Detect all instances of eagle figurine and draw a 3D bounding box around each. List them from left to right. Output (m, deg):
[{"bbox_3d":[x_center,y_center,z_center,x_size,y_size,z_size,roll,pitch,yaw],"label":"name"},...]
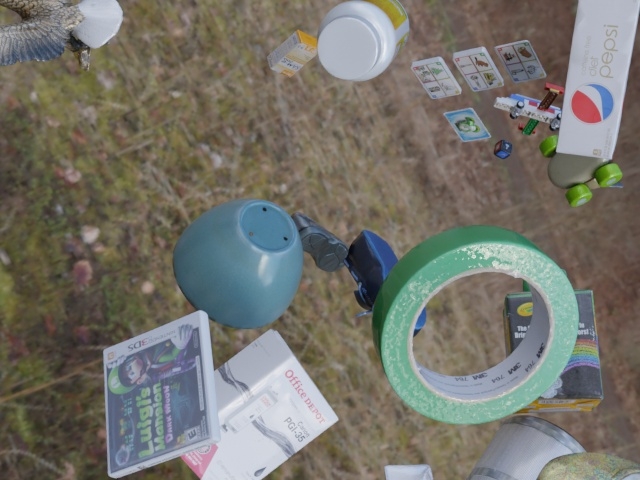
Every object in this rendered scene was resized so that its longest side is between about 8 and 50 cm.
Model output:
[{"bbox_3d":[-0.525,-0.393,1.604,0.298,0.225,0.226,8,35,-49],"label":"eagle figurine"}]

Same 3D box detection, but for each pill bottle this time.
[{"bbox_3d":[0.061,-0.302,1.349,0.117,0.118,0.208,63,22,-14],"label":"pill bottle"}]

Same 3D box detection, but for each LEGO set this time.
[{"bbox_3d":[0.270,-0.212,1.348,0.244,0.183,0.060,45,50,-43],"label":"LEGO set"}]

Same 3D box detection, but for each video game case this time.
[{"bbox_3d":[-0.221,0.208,1.240,0.022,0.173,0.190,40,33,-52],"label":"video game case"}]

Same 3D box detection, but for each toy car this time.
[{"bbox_3d":[0.585,-0.162,1.937,0.188,0.149,0.155,5,56,-46],"label":"toy car"}]

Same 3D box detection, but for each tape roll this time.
[{"bbox_3d":[0.244,0.136,1.442,0.321,0.321,0.077,60,3,-24],"label":"tape roll"}]

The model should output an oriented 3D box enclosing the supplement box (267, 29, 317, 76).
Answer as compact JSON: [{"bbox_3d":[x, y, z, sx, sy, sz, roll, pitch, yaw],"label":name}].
[{"bbox_3d":[-0.057,-0.396,1.930,0.062,0.098,0.036,13,51,-46],"label":"supplement box"}]

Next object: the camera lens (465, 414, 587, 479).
[{"bbox_3d":[0.430,0.526,1.921,0.274,0.219,0.219,-49,125,-27],"label":"camera lens"}]

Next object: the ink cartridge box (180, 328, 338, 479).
[{"bbox_3d":[-0.138,0.341,1.762,0.207,0.283,0.117,58,-9,-32],"label":"ink cartridge box"}]

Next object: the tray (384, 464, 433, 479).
[{"bbox_3d":[0.206,0.623,1.964,0.145,0.030,0.270,9,60,-37],"label":"tray"}]

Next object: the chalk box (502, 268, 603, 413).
[{"bbox_3d":[0.478,0.204,1.899,0.179,0.180,0.288,65,24,-69],"label":"chalk box"}]

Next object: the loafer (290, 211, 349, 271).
[{"bbox_3d":[0.000,0.000,2.317,0.084,0.096,0.267,62,9,28],"label":"loafer"}]

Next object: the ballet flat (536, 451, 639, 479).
[{"bbox_3d":[0.416,0.339,1.073,0.349,0.123,0.123,28,31,-19],"label":"ballet flat"}]

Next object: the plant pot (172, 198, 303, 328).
[{"bbox_3d":[-0.153,0.021,1.977,0.290,0.195,0.290,15,52,-21],"label":"plant pot"}]

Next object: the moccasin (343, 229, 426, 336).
[{"bbox_3d":[0.139,0.115,2.013,0.138,0.117,0.342,31,21,-26],"label":"moccasin"}]

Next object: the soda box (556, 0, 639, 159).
[{"bbox_3d":[0.352,-0.216,1.149,0.069,0.074,0.216,-49,145,-59],"label":"soda box"}]
